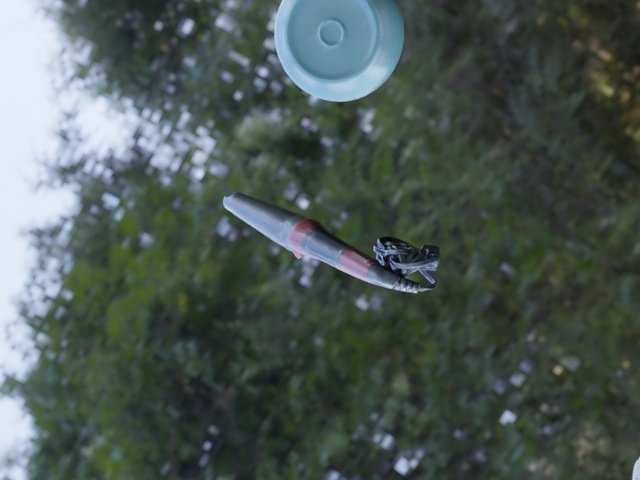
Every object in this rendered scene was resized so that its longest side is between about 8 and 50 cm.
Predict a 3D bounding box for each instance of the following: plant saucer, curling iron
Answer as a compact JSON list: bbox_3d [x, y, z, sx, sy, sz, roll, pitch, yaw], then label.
[{"bbox_3d":[0.013,-0.180,1.539,0.119,0.119,0.021,37,-165,12],"label":"plant saucer"},{"bbox_3d":[0.000,0.000,1.402,0.068,0.035,0.274,2,-170,-37],"label":"curling iron"}]

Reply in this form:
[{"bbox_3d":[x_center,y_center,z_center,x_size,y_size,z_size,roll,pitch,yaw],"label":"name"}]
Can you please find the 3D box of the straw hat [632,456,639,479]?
[{"bbox_3d":[0.177,0.116,0.806,0.144,0.144,0.061,17,-130,-30],"label":"straw hat"}]
